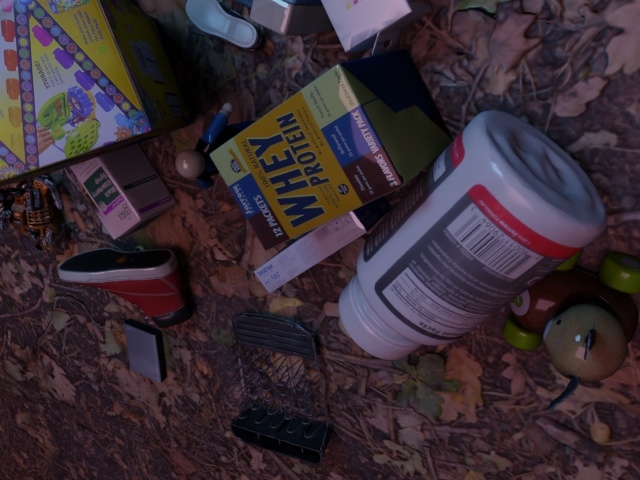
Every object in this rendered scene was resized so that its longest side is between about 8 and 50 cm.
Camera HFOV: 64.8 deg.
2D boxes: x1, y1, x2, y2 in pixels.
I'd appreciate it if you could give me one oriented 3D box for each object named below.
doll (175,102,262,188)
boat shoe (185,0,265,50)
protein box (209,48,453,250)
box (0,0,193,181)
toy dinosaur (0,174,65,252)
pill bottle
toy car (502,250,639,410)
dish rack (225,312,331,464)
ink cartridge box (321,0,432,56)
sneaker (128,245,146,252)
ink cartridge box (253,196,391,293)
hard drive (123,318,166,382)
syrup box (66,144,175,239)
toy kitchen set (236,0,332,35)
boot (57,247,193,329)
[{"bbox_3d":[-0.134,-0.130,0.702,0.046,0.189,0.129,30,124,14],"label":"doll"},{"bbox_3d":[-0.133,-0.307,0.713,0.125,0.038,0.046,30,105,13],"label":"boat shoe"},{"bbox_3d":[0.020,-0.114,0.617,0.201,0.200,0.136,-24,99,36],"label":"protein box"},{"bbox_3d":[-0.354,-0.192,0.674,0.279,0.290,0.177,-18,105,1],"label":"box"},{"bbox_3d":[-0.644,-0.128,1.048,0.218,0.164,0.321,-7,91,17],"label":"toy dinosaur"},{"bbox_3d":[0.154,0.017,0.614,0.176,0.176,0.318,43,130,5],"label":"pill bottle"},{"bbox_3d":[0.284,0.106,0.579,0.149,0.188,0.155,20,121,20],"label":"toy car"},{"bbox_3d":[-0.086,0.267,0.936,0.208,0.074,0.271,4,114,27],"label":"dish rack"},{"bbox_3d":[0.058,-0.289,0.579,0.090,0.092,0.143,-21,102,35],"label":"ink cartridge box"},{"bbox_3d":[-0.387,0.037,1.019,0.083,0.035,0.031,-35,91,35],"label":"sneaker"},{"bbox_3d":[0.000,0.000,0.746,0.207,0.097,0.046,-34,94,36],"label":"ink cartridge box"},{"bbox_3d":[-0.393,0.247,1.131,0.094,0.022,0.135,15,119,23],"label":"hard drive"},{"bbox_3d":[-0.375,-0.131,0.897,0.093,0.096,0.237,-28,96,35],"label":"syrup box"},{"bbox_3d":[-0.074,-0.366,0.599,0.207,0.122,0.166,30,124,14],"label":"toy kitchen set"},{"bbox_3d":[-0.378,0.106,0.988,0.244,0.088,0.176,1,125,12],"label":"boot"}]
